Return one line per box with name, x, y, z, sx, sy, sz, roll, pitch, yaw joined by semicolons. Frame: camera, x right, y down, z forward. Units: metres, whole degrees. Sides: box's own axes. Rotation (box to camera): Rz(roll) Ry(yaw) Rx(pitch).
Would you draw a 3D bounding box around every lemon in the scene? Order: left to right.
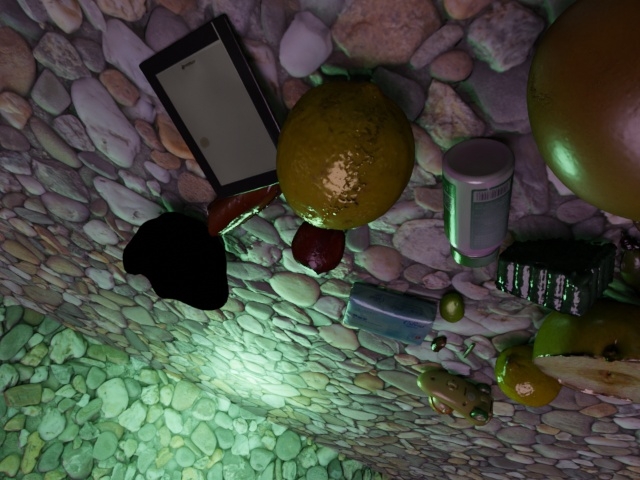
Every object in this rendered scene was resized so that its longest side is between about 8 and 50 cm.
lemon;0.043;-0.150;0.835;0.257;0.258;0.310;22;141;-2
lemon;0.626;0.407;1.331;0.193;0.181;0.181;4;146;-17

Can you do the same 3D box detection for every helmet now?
helmet;-0.412;0.050;1.340;0.271;0.197;0.338;-25;131;34

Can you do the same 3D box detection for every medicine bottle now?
medicine bottle;0.323;-0.065;0.915;0.133;0.133;0.274;4;139;21

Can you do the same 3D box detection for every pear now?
pear;0.711;0.253;1.072;0.340;0.191;0.386;4;155;32

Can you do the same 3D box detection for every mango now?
mango;0.381;0.194;1.275;0.073;0.056;0.108;4;128;14

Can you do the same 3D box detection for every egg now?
egg;0.443;-0.180;0.593;0.351;0.283;0.282;36;140;-16

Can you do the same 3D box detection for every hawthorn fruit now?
hawthorn fruit;0.000;0.000;1.156;0.148;0.148;0.172;20;116;0

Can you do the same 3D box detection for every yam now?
yam;0.496;0.368;1.470;0.014;0.014;0.107;15;142;7

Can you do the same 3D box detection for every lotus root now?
lotus root;0.391;0.349;1.474;0.030;0.037;0.083;24;143;1

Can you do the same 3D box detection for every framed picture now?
framed picture;-0.212;-0.260;0.948;0.265;0.016;0.347;-11;119;34

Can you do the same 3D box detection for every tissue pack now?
tissue pack;0.209;0.233;1.372;0.263;0.089;0.177;15;141;6

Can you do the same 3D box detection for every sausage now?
sausage;-0.198;-0.099;1.140;0.102;0.102;0.330;39;138;-23

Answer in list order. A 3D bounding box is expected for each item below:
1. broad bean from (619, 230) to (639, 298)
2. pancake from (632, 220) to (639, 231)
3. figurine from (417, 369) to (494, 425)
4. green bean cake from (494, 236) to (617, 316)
broad bean;0.738;0.097;0.983;0.339;0.061;0.077;39;127;-24
pancake;0.719;-0.063;0.813;0.222;0.042;0.236;31;145;-21
figurine;0.504;0.597;1.669;0.324;0.124;0.222;28;145;-5
green bean cake;0.519;0.056;0.981;0.208;0.193;0.107;17;130;44
